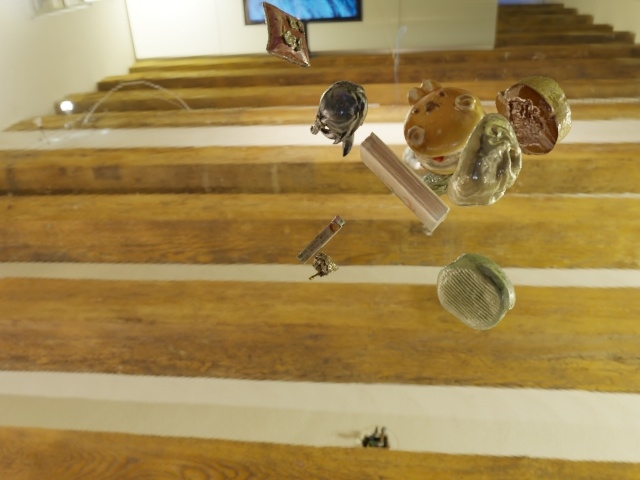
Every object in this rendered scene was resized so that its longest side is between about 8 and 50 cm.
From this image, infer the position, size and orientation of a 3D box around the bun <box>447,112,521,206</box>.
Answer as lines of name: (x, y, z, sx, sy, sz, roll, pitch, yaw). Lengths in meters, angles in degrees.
bun: (0.375, -0.169, 1.333, 0.133, 0.231, 0.231, 26, -145, 13)

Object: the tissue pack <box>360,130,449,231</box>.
tissue pack: (0.247, -0.172, 1.798, 0.071, 0.325, 0.170, -44, 171, -1)

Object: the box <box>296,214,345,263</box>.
box: (0.000, 0.000, 1.975, 0.041, 0.207, 0.050, 44, -150, -3)

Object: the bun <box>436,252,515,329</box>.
bun: (0.433, 0.134, 1.672, 0.221, 0.222, 0.108, 17, -149, 34)

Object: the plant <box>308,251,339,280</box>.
plant: (0.006, 0.110, 2.216, 0.104, 0.116, 0.122, 32, -104, 28)

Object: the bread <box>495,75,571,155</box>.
bread: (0.717, -0.422, 2.028, 0.148, 0.270, 0.270, -33, -144, -17)

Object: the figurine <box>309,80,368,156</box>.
figurine: (0.069, -0.418, 2.028, 0.175, 0.265, 0.197, 27, -126, 11)

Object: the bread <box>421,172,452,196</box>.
bread: (0.422, -0.220, 2.033, 0.286, 0.056, 0.207, -31, -162, 17)

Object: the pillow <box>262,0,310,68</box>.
pillow: (-0.101, -0.627, 1.829, 0.075, 0.179, 0.171, -23, 159, 39)

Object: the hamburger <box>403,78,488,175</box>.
hamburger: (0.383, -0.367, 1.865, 0.260, 0.186, 0.303, -23, -133, 23)
